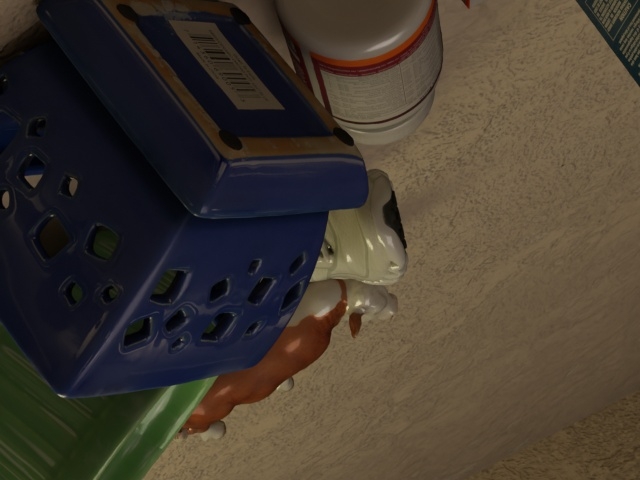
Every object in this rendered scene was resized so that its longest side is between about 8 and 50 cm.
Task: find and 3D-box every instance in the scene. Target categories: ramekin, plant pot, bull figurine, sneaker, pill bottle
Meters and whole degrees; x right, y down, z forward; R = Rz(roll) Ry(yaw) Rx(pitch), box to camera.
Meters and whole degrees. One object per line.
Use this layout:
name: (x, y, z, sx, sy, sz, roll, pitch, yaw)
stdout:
ramekin: (-0.208, 0.134, 1.643, 0.303, 0.148, 0.303, -53, 174, -8)
plant pot: (-0.120, -0.047, 1.345, 0.236, 0.236, 0.212, -5, 141, -54)
bull figurine: (-0.064, 0.125, 2.071, 0.310, 0.101, 0.188, -25, 162, -22)
sneaker: (0.000, 0.000, 1.761, 0.118, 0.110, 0.292, -11, 177, -17)
pill bottle: (0.035, -0.160, 1.462, 0.121, 0.121, 0.221, -31, 162, -4)

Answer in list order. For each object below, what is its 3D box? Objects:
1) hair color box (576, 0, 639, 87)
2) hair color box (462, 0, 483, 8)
hair color box: (0.376, -0.168, 1.636, 0.174, 0.347, 0.105, -24, 160, -25)
hair color box: (0.136, -0.254, 1.470, 0.072, 0.043, 0.141, -29, 151, -13)
